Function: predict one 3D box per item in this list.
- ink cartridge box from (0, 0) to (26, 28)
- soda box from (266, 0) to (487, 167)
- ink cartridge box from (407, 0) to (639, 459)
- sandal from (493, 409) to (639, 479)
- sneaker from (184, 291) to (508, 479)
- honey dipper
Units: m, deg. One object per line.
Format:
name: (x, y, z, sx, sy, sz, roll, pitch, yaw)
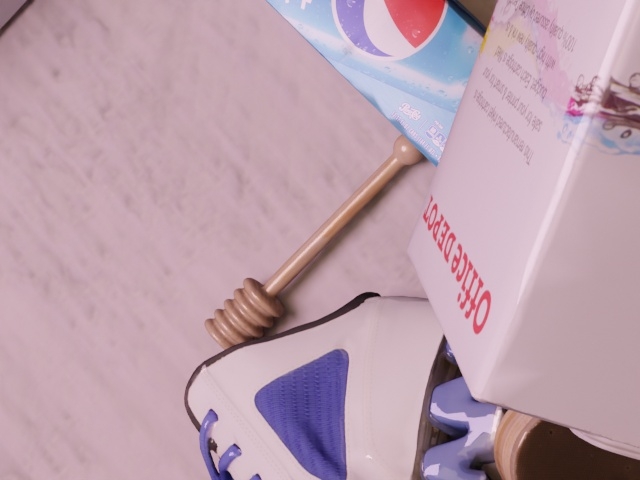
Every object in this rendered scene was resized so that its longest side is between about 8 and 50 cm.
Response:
ink cartridge box: (-0.299, -0.304, 1.009, 0.279, 0.160, 0.384, -44, 76, 12)
soda box: (0.040, -0.112, 0.934, 0.210, 0.071, 0.067, 45, 102, 15)
ink cartridge box: (0.177, -0.061, 0.678, 0.197, 0.198, 0.270, 18, 104, -10)
sandal: (0.144, 0.158, 0.878, 0.088, 0.079, 0.240, -33, 117, -7)
sneaker: (0.005, 0.151, 0.890, 0.182, 0.127, 0.315, 8, 59, 32)
honey dipper: (0.000, 0.000, 0.970, 0.160, 0.030, 0.030, -45, 75, 8)
